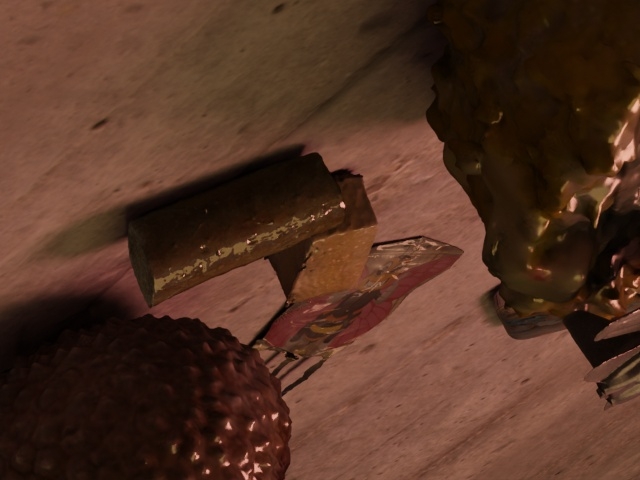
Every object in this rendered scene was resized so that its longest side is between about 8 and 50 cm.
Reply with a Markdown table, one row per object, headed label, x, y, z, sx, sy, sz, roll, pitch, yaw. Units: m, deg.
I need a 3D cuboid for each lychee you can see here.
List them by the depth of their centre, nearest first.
| label | x | y | z | sx | sy | sz | roll | pitch | yaw |
| --- | --- | --- | --- | --- | --- | --- | --- | --- | --- |
| lychee | -0.156 | 0.191 | 1.584 | 0.300 | 0.300 | 0.300 | -24 | 159 | -10 |

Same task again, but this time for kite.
| label | x | y | z | sx | sy | sz | roll | pitch | yaw |
| --- | --- | --- | --- | --- | --- | --- | --- | --- | --- |
| kite | -0.020 | 0.103 | 1.879 | 0.360 | 0.022 | 0.204 | -43 | 155 | 28 |

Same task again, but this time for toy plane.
| label | x | y | z | sx | sy | sz | roll | pitch | yaw |
| --- | --- | --- | --- | --- | --- | --- | --- | --- | --- |
| toy plane | 0.303 | 0.036 | 1.349 | 0.267 | 0.088 | 0.212 | -28 | 162 | 6 |

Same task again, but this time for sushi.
| label | x | y | z | sx | sy | sz | roll | pitch | yaw |
| --- | --- | --- | --- | --- | --- | --- | --- | --- | --- |
| sushi | 0.242 | -0.114 | 1.385 | 0.351 | 0.240 | 0.396 | -25 | 157 | -4 |

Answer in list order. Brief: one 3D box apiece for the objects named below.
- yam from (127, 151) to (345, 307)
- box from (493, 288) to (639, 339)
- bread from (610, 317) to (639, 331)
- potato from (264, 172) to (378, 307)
| label | x | y | z | sx | sy | sz | roll | pitch | yaw |
| --- | --- | --- | --- | --- | --- | --- | --- | --- | --- |
| yam | -0.068 | -0.012 | 1.486 | 0.169 | 0.068 | 0.068 | -24 | 160 | -20 |
| box | 0.328 | 0.045 | 2.061 | 0.285 | 0.044 | 0.142 | -15 | 162 | 8 |
| bread | 0.372 | 0.067 | 2.218 | 0.113 | 0.060 | 0.082 | -29 | 159 | 9 |
| potato | 0.000 | -0.001 | 1.602 | 0.086 | 0.061 | 0.122 | -17 | 156 | -20 |
